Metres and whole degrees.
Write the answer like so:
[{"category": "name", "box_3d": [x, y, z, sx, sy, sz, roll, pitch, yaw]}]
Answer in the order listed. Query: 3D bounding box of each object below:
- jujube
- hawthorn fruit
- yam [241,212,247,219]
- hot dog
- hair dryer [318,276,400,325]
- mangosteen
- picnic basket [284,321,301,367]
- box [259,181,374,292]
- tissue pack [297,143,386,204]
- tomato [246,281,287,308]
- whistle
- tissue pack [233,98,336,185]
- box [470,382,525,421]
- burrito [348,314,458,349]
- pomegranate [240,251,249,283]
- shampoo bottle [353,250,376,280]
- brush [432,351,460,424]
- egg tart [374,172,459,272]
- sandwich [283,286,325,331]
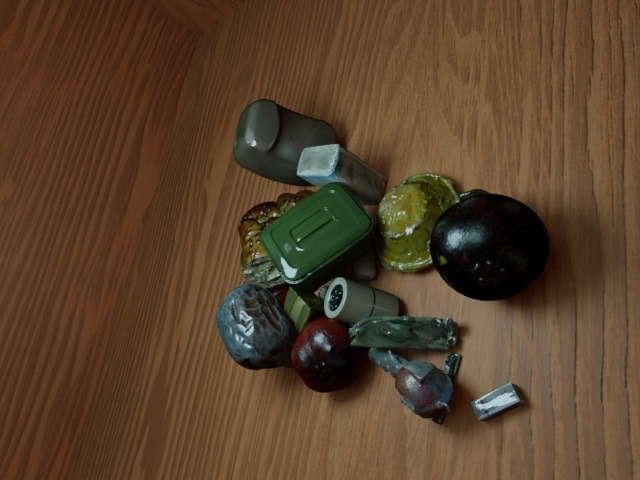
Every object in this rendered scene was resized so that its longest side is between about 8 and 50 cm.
[{"category": "jujube", "box_3d": [-0.217, 0.296, 1.552, 0.215, 0.246, 0.308, -42, 65, 6]}, {"category": "hawthorn fruit", "box_3d": [0.020, 0.330, 1.449, 0.230, 0.210, 0.266, -51, 25, 26]}, {"category": "yam", "box_3d": [-0.310, -0.059, 2.081, 0.078, 0.078, 0.179, -47, 40, 20]}, {"category": "hot dog", "box_3d": [-0.137, -0.037, 1.758, 0.368, 0.196, 0.365, -19, 43, 3]}, {"category": "hair dryer", "box_3d": [0.076, 0.192, 1.487, 0.362, 0.203, 0.128, 5, 77, 65]}, {"category": "mangosteen", "box_3d": [0.415, 0.008, 1.142, 0.288, 0.288, 0.287, -23, 56, 38]}, {"category": "picnic basket", "box_3d": [-0.082, 0.368, 1.623, 0.164, 0.080, 0.115, -44, 46, 23]}, {"category": "box", "box_3d": [0.000, 0.000, 1.477, 0.329, 0.177, 0.252, -33, 58, -3]}, {"category": "tissue pack", "box_3d": [0.074, -0.226, 1.603, 0.201, 0.271, 0.124, 13, 81, 49]}, {"category": "tomato", "box_3d": [-0.221, 0.218, 1.781, 0.187, 0.187, 0.151, -64, 15, 1]}, {"category": "whistle", "box_3d": [0.236, 0.370, 1.232, 0.133, 0.142, 0.346, -61, 26, -4]}, {"category": "tissue pack", "box_3d": [-0.152, -0.374, 1.834, 0.277, 0.387, 0.267, -29, 51, 61]}, {"category": "box", "box_3d": [0.428, 0.392, 1.104, 0.117, 0.036, 0.050, -38, 47, 27]}, {"category": "burrito", "box_3d": [0.226, 0.255, 1.278, 0.309, 0.066, 0.096, -4, 88, 17]}, {"category": "pomegranate", "box_3d": [-0.260, 0.108, 1.902, 0.131, 0.152, 0.190, -3, 89, 49]}, {"category": "shampoo bottle", "box_3d": [0.146, 0.040, 1.547, 0.074, 0.074, 0.191, -25, 54, 37]}, {"category": "brush", "box_3d": [0.330, 0.391, 1.214, 0.034, 0.028, 0.190, 10, 80, 50]}, {"category": "egg tart", "box_3d": [0.278, -0.069, 1.418, 0.341, 0.132, 0.341, -24, 53, 37]}, {"category": "sandwich", "box_3d": [-0.032, 0.198, 1.522, 0.117, 0.144, 0.187, 45, 149, 17]}]
